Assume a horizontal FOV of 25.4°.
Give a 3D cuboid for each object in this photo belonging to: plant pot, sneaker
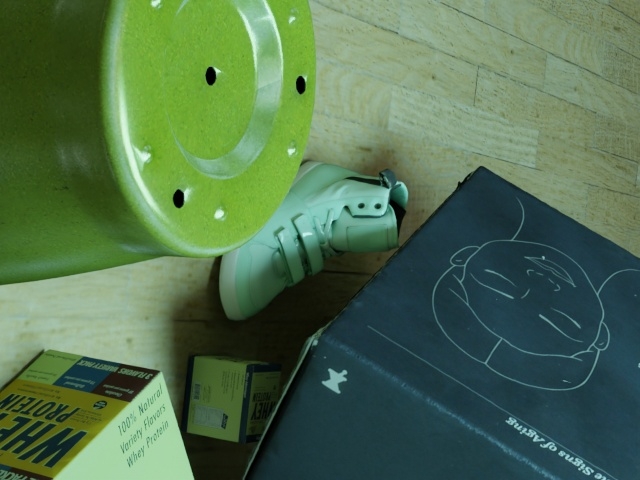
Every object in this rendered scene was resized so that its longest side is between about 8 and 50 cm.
[{"bbox_3d":[-0.207,-0.119,1.002,0.366,0.353,0.366,-18,111,-57],"label":"plant pot"},{"bbox_3d":[0.000,-0.001,1.566,0.256,0.151,0.094,-52,138,-40],"label":"sneaker"}]

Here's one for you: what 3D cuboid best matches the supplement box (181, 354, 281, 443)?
[{"bbox_3d":[-0.094,0.166,1.502,0.056,0.083,0.083,5,91,-60],"label":"supplement box"}]

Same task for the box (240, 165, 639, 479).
[{"bbox_3d":[0.237,0.221,1.542,0.472,0.480,0.297,-41,160,-57],"label":"box"}]

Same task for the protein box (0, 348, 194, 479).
[{"bbox_3d":[-0.223,0.240,1.249,0.200,0.136,0.201,-46,133,-45],"label":"protein box"}]
